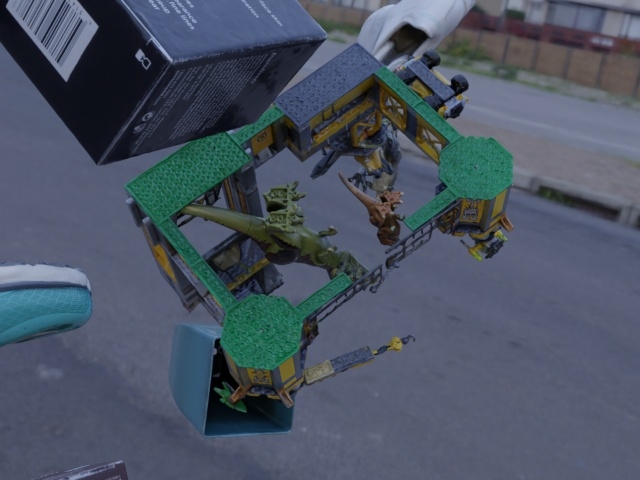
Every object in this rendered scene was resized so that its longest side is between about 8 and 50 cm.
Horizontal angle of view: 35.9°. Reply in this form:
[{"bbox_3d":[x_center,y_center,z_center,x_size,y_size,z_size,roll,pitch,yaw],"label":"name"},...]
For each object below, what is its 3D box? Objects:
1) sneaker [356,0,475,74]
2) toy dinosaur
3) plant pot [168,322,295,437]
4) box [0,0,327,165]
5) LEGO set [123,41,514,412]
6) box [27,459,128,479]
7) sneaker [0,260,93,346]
[{"bbox_3d":[0.075,-0.198,1.026,0.080,0.094,0.212,36,-27,-6],"label":"sneaker"},{"bbox_3d":[0.097,-0.131,1.506,0.064,0.268,0.118,18,21,22],"label":"toy dinosaur"},{"bbox_3d":[-0.168,0.221,1.705,0.165,0.166,0.234,4,7,-32],"label":"plant pot"},{"bbox_3d":[-0.108,-0.144,0.608,0.156,0.093,0.158,51,36,10],"label":"box"},{"bbox_3d":[0.000,0.000,0.862,0.255,0.331,0.192,39,-20,21],"label":"LEGO set"},{"bbox_3d":[-0.392,0.440,1.496,0.168,0.167,0.203,-11,-7,-38],"label":"box"},{"bbox_3d":[-0.261,0.096,0.594,0.275,0.110,0.107,-26,-13,-19],"label":"sneaker"}]
